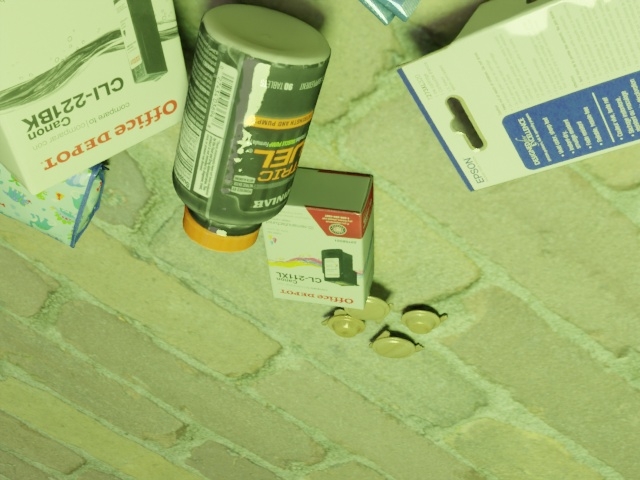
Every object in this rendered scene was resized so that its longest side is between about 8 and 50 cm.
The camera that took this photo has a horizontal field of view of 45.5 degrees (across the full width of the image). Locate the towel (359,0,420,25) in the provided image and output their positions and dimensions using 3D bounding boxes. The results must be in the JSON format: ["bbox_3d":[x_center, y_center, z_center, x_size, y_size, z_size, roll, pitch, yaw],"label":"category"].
[{"bbox_3d":[0.058,-0.314,0.497,0.209,0.285,0.034,36,177,-18],"label":"towel"}]

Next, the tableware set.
[{"bbox_3d":[0.087,0.121,1.083,0.168,0.020,0.141,22,144,-18],"label":"tableware set"}]

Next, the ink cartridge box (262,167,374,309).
[{"bbox_3d":[0.000,0.000,0.956,0.127,0.072,0.175,6,136,11],"label":"ink cartridge box"}]

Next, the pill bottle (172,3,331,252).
[{"bbox_3d":[-0.082,-0.106,0.795,0.130,0.130,0.246,18,125,-1],"label":"pill bottle"}]

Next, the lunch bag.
[{"bbox_3d":[-0.347,-0.080,0.973,0.128,0.096,0.151,25,147,-7],"label":"lunch bag"}]

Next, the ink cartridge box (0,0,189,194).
[{"bbox_3d":[-0.247,-0.207,0.716,0.114,0.197,0.273,40,150,33],"label":"ink cartridge box"}]

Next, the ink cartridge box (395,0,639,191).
[{"bbox_3d":[0.272,-0.169,0.694,0.370,0.069,0.176,-18,128,30],"label":"ink cartridge box"}]
